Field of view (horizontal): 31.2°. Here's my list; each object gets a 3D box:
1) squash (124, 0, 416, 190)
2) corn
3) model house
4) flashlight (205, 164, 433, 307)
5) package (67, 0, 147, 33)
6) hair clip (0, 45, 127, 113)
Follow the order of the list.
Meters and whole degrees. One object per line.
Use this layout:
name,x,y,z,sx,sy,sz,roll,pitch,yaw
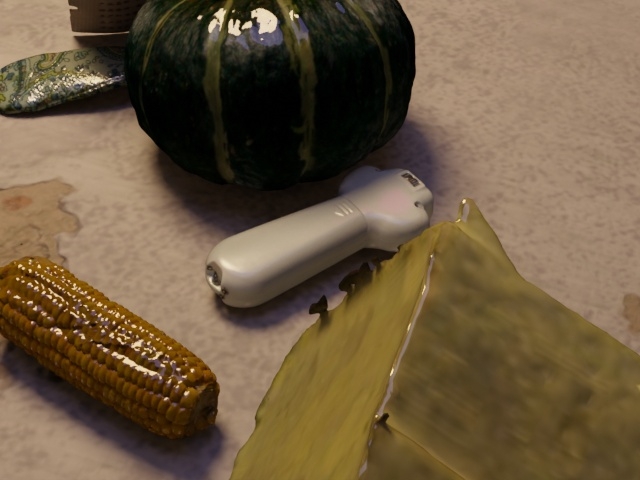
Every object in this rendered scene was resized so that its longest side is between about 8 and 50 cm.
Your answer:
squash,-0.045,-0.152,0.991,0.252,0.165,0.252,-5,30,3
corn,-0.158,0.073,0.808,0.207,0.068,0.068,30,49,24
model house,0.073,0.196,0.600,0.266,0.261,0.321,28,61,-9
flashlight,0.000,0.000,0.915,0.200,0.047,0.093,-25,48,-24
package,-0.119,-0.261,1.094,0.251,0.204,0.062,-20,78,-12
hair clip,-0.201,-0.158,1.086,0.229,0.036,0.066,-8,49,-11
